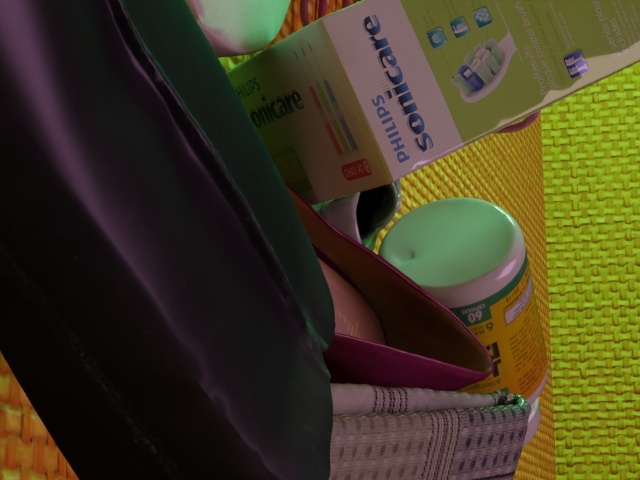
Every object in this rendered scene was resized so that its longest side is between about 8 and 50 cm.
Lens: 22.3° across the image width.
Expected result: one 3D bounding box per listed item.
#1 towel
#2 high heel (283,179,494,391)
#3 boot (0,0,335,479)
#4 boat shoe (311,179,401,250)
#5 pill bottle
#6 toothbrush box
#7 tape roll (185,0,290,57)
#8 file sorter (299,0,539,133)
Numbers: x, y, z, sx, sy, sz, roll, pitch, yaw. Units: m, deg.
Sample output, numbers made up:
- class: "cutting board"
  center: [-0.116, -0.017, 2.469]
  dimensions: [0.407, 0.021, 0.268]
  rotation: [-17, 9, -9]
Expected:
- class: "towel"
  center: [0.019, 0.248, 1.095]
  dimensions: [0.324, 0.056, 0.312]
  rotation: [7, 101, -58]
- class: "high heel"
  center: [0.000, 0.000, 1.094]
  dimensions: [0.377, 0.181, 0.127]
  rotation: [61, 29, -58]
- class: "boot"
  center: [-0.098, -0.133, 0.693]
  dimensions: [0.445, 0.146, 0.367]
  rotation: [59, 35, -37]
- class: "boat shoe"
  center: [0.021, -0.032, 1.348]
  dimensions: [0.302, 0.094, 0.109]
  rotation: [-58, 141, -65]
- class: "pill bottle"
  center: [0.122, 0.078, 1.319]
  dimensions: [0.117, 0.118, 0.208]
  rotation: [-77, 158, -47]
- class: "toothbrush box"
  center: [0.100, -0.137, 1.162]
  dimensions: [0.122, 0.283, 0.206]
  rotation: [67, -22, -5]
- class: "tape roll"
  center: [-0.095, -0.307, 1.038]
  dimensions: [0.392, 0.072, 0.392]
  rotation: [-4, 90, -76]
- class: "file sorter"
  center: [0.093, -0.232, 1.466]
  dimensions: [0.290, 0.202, 0.182]
  rotation: [54, 37, -64]
